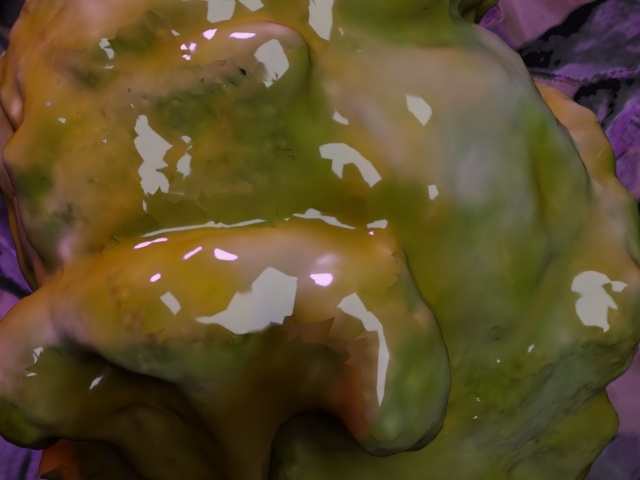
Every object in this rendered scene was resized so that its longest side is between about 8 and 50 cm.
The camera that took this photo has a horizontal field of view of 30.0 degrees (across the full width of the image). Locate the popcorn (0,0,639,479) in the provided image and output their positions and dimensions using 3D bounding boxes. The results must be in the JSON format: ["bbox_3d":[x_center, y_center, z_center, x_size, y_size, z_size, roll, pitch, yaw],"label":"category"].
[{"bbox_3d":[0.000,0.000,0.417,0.256,0.195,0.255,41,68,-22],"label":"popcorn"}]
